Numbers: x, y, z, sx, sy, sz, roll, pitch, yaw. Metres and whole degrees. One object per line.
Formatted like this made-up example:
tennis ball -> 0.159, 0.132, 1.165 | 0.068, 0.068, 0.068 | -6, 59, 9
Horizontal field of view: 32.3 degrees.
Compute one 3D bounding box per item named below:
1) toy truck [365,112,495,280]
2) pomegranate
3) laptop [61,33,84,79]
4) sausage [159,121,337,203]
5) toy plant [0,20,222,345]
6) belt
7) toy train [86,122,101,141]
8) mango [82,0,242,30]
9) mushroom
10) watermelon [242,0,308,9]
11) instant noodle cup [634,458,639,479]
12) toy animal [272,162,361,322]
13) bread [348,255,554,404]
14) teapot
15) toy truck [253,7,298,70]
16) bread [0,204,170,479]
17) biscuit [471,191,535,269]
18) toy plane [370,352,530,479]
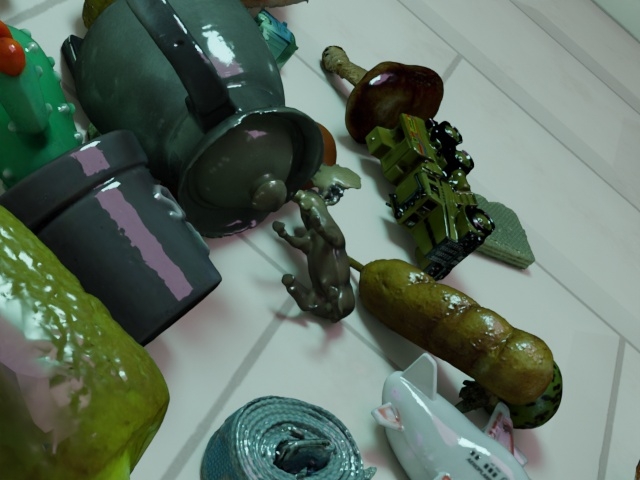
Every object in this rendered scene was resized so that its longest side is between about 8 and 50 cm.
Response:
toy truck -> 0.157, -0.072, 1.639 | 0.127, 0.127, 0.257 | 19, 40, -38
pomegranate -> 0.243, 0.193, 1.445 | 0.161, 0.122, 0.122 | -11, 57, -25
laptop -> -0.228, -0.195, 1.431 | 0.207, 0.026, 0.154 | 21, 20, -30
sausage -> -0.082, -0.090, 1.437 | 0.097, 0.094, 0.348 | 46, 33, 10
toy plant -> -0.274, -0.072, 1.126 | 0.400, 0.185, 0.279 | 53, 11, 1
belt -> -0.034, 0.228, 1.130 | 0.148, 0.082, 0.163 | 52, 34, 8
toy train -> -0.224, -0.128, 1.383 | 0.147, 0.038, 0.071 | 15, 44, -37
mango -> -0.219, -0.333, 1.534 | 0.151, 0.156, 0.248 | 33, 41, 28
mushroom -> 0.065, -0.252, 1.784 | 0.217, 0.148, 0.227 | 37, 18, 27
watermelon -> -0.084, -0.442, 1.773 | 0.226, 0.148, 0.318 | 30, 26, 22
instant noodle cup -> 0.528, 0.352, 1.459 | 0.302, 0.258, 0.182 | 2, 27, -8
toy animal -> 0.000, 0.000, 1.405 | 0.186, 0.093, 0.214 | 7, 72, -67
bread -> 0.146, 0.103, 1.403 | 0.344, 0.124, 0.084 | 30, 65, 36
teapot -> -0.112, -0.158, 1.197 | 0.223, 0.305, 0.285 | -18, 55, -30
toy truck -> -0.082, -0.276, 1.680 | 0.081, 0.067, 0.175 | 29, 35, -21
bread -> -0.298, 0.094, 0.906 | 0.376, 0.208, 0.251 | 48, 37, 1
biscuit -> 0.254, -0.028, 1.775 | 0.199, 0.040, 0.121 | 19, 41, -33
toy plane -> 0.160, 0.254, 1.277 | 0.252, 0.118, 0.252 | 27, 38, -24
